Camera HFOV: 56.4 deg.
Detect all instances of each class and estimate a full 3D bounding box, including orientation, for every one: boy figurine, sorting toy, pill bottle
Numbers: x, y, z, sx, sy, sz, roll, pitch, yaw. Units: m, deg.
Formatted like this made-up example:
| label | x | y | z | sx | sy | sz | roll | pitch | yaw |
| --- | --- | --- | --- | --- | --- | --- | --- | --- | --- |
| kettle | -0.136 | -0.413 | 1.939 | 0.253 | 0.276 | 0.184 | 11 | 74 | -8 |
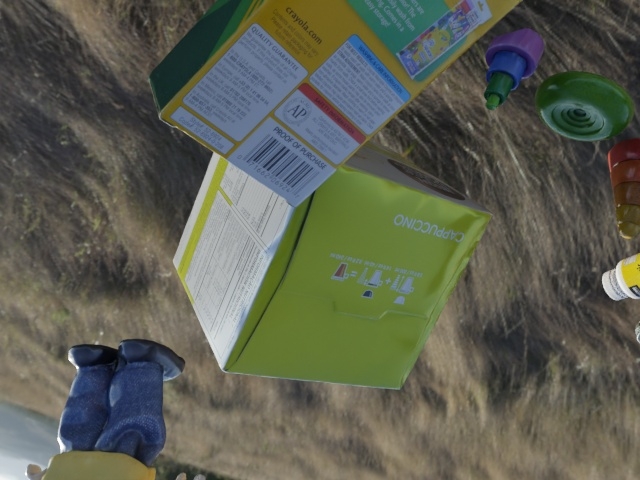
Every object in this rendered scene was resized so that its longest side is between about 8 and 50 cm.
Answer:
| label | x | y | z | sx | sy | sz | roll | pitch | yaw |
| --- | --- | --- | --- | --- | --- | --- | --- | --- | --- |
| boy figurine | -0.178 | 0.227 | 0.497 | 0.177 | 0.285 | 0.092 | -10 | 150 | 16 |
| sorting toy | 0.347 | -0.122 | 0.793 | 0.365 | 0.126 | 0.127 | 33 | 164 | -18 |
| pill bottle | 0.486 | 0.050 | 0.890 | 0.065 | 0.065 | 0.116 | 29 | 145 | -18 |

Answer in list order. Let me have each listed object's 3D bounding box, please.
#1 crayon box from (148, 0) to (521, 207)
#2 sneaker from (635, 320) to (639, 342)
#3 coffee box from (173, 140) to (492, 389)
| label | x | y | z | sx | sy | sz | roll | pitch | yaw |
| --- | --- | --- | --- | --- | --- | --- | --- | --- | --- |
| crayon box | 0.015 | -0.201 | 0.596 | 0.323 | 0.083 | 0.203 | -41 | 137 | 17 |
| sneaker | 0.683 | 0.222 | 1.128 | 0.192 | 0.086 | 0.064 | 41 | 118 | 29 |
| coffee box | 0.000 | 0.000 | 0.981 | 0.337 | 0.338 | 0.334 | 14 | -161 | -33 |
